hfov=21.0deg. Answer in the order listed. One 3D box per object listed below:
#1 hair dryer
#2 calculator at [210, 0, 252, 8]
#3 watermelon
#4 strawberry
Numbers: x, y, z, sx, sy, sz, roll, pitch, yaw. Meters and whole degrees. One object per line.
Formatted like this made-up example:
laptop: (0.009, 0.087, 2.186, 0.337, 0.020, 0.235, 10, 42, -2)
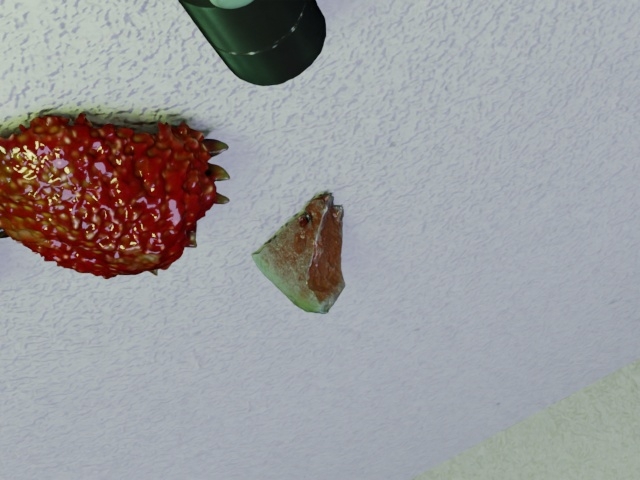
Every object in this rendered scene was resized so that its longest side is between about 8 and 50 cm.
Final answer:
hair dryer: (-0.003, -0.301, 1.616, 0.302, 0.116, 0.244, -36, 155, 0)
calculator: (-0.054, -0.327, 1.426, 0.184, 0.042, 0.295, -22, 131, -30)
watermelon: (-0.018, 0.004, 2.268, 0.098, 0.121, 0.158, -18, 115, -49)
strawberry: (-0.253, -0.026, 1.885, 0.306, 0.137, 0.233, 0, 148, -44)
